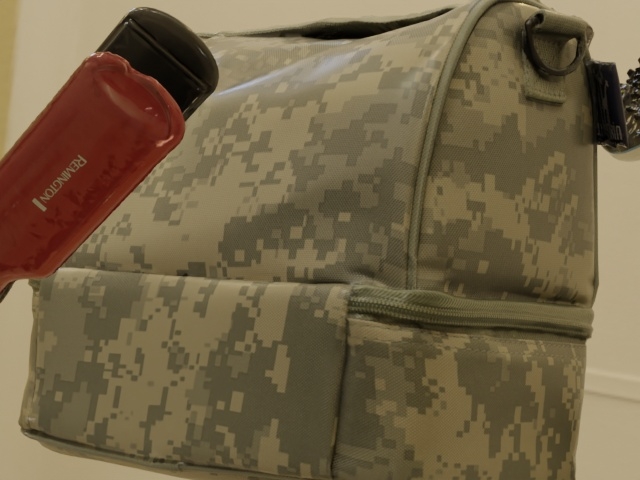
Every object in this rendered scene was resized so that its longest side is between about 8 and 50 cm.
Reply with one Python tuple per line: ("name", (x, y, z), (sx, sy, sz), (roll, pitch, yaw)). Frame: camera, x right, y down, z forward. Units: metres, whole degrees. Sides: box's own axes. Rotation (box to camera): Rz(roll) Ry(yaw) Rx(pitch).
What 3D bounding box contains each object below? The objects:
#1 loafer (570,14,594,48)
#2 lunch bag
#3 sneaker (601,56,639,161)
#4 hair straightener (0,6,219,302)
("loafer", (0.199, -0.105, 1.171), (0.223, 0.078, 0.076), (-62, 180, -33))
("lunch bag", (0.000, 0.000, 0.739), (0.305, 0.212, 0.256), (3, -92, 42))
("sneaker", (0.295, -0.120, 0.897), (0.237, 0.086, 0.085), (-35, -148, 12))
("hair straightener", (-0.110, -0.003, 0.514), (0.230, 0.047, 0.089), (-48, -170, 35))
